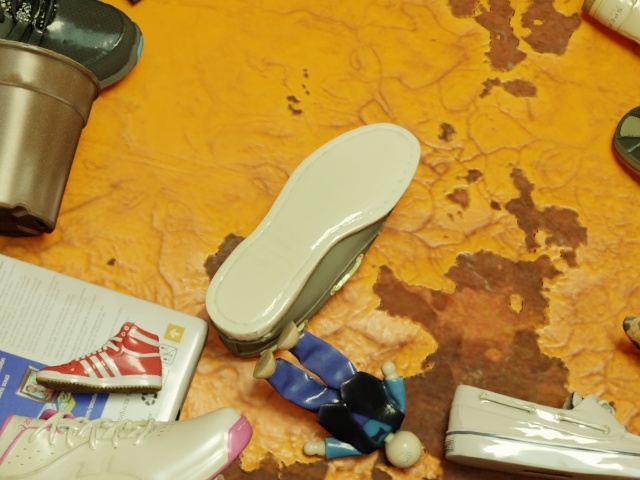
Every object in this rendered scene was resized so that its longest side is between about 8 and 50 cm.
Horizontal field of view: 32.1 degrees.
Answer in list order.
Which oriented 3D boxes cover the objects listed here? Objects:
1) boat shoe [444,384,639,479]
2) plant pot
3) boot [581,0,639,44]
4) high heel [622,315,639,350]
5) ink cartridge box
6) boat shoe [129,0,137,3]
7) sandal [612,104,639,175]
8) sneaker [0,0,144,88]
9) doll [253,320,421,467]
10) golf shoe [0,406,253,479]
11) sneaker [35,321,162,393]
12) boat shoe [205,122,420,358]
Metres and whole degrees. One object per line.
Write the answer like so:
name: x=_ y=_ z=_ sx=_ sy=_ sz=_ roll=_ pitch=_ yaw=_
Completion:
boat shoe: x=0.260 y=0.197 z=1.120 sx=0.267 sy=0.096 sz=0.088 roll=6 pitch=71 yaw=6
plant pot: x=-0.323 y=-0.098 z=1.150 sx=0.167 sy=0.167 sz=0.165 roll=7 pitch=74 yaw=-3
boot: x=0.473 y=-0.304 z=1.346 sx=0.262 sy=0.095 sz=0.203 roll=-41 pitch=76 yaw=-18
high heel: x=0.405 y=0.196 z=1.131 sx=0.261 sy=0.093 sz=0.186 roll=28 pitch=65 yaw=0
ink cartridge box: x=-0.312 y=0.111 z=1.108 sx=0.370 sy=0.069 sz=0.176 roll=19 pitch=67 yaw=-1
boat shoe: x=-0.259 y=-0.333 z=1.309 sx=0.142 sy=0.049 sz=0.040 roll=36 pitch=70 yaw=6
sandal: x=0.459 y=-0.044 z=1.248 sx=0.120 sy=0.086 sz=0.303 roll=-35 pitch=60 yaw=-12
sneaker: x=-0.365 y=-0.250 z=1.214 sx=0.340 sy=0.140 sz=0.125 roll=10 pitch=64 yaw=-3
doll: x=0.023 y=0.166 z=1.110 sx=0.189 sy=0.046 sz=0.129 roll=37 pitch=98 yaw=-11
golf shoe: x=-0.212 y=0.203 z=0.991 sx=0.306 sy=0.115 sz=0.140 roll=-26 pitch=95 yaw=8
sneaker: x=-0.211 y=0.111 z=1.064 sx=0.118 sy=0.042 sz=0.067 roll=3 pitch=72 yaw=-13
boat shoe: x=-0.004 y=-0.002 z=1.175 sx=0.109 sy=0.091 sz=0.305 roll=34 pitch=67 yaw=21
